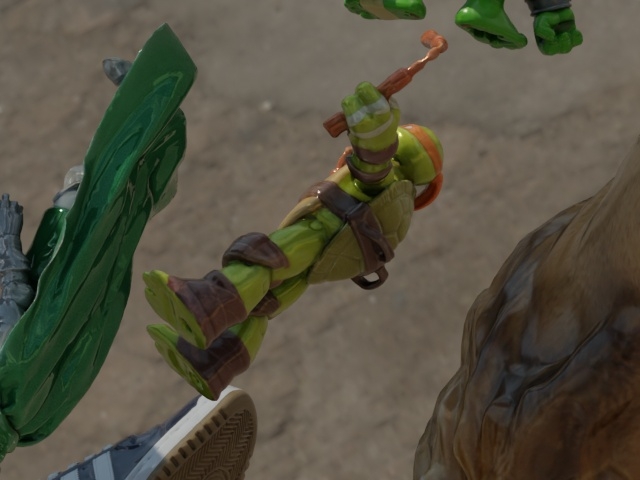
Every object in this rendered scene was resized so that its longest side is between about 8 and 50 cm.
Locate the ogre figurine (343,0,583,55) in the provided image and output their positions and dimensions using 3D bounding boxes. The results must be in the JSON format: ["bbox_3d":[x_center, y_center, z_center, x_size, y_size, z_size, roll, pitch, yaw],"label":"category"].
[{"bbox_3d":[0.093,-0.203,1.302,0.197,0.097,0.118,13,85,10],"label":"ogre figurine"}]

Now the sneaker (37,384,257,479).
[{"bbox_3d":[-0.175,0.186,1.269,0.153,0.099,0.282,23,59,31],"label":"sneaker"}]

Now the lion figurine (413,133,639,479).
[{"bbox_3d":[0.124,-0.011,0.444,0.240,0.392,0.142,-39,68,-20],"label":"lion figurine"}]

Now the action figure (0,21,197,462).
[{"bbox_3d":[-0.126,0.018,0.911,0.063,0.137,0.232,14,55,13],"label":"action figure"}]

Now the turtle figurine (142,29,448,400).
[{"bbox_3d":[0.000,0.000,1.100,0.217,0.087,0.269,-40,-7,-19],"label":"turtle figurine"}]
